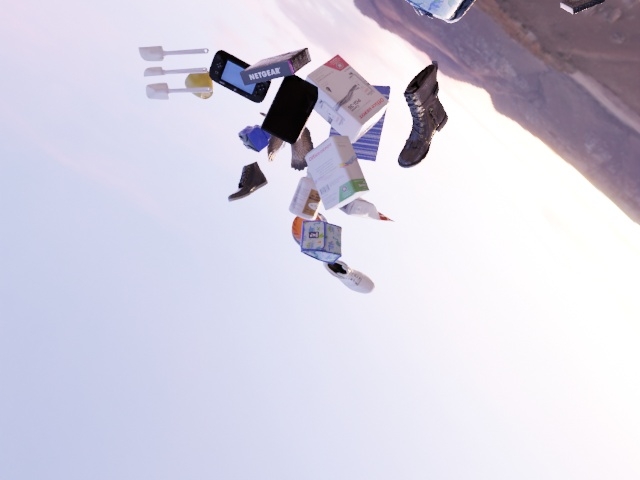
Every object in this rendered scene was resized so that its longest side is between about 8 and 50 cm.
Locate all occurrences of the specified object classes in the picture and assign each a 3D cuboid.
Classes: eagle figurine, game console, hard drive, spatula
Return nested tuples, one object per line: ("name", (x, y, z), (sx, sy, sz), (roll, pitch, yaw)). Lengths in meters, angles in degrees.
("eagle figurine", (-0.159, -0.508, 2.070), (0.225, 0.226, 0.298), (70, -175, -55))
("game console", (-0.200, -0.491, 1.409), (0.361, 0.213, 0.044), (26, -164, -10))
("hard drive", (0.888, -0.811, 1.433), (0.135, 0.094, 0.022), (-76, -35, -52))
("spatula", (-0.481, -0.561, 1.412), (0.242, 0.168, 0.019), (1, -162, 6))

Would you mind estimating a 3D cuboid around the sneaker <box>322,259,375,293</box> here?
("sneaker", (0.140, 0.179, 2.050), (0.293, 0.108, 0.169), (30, 180, -1))

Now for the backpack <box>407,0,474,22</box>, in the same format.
("backpack", (0.340, -0.841, 1.274), (0.356, 0.290, 0.273), (23, -128, -17))

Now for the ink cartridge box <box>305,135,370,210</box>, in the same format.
("ink cartridge box", (0.055, -0.232, 1.449), (0.093, 0.154, 0.212), (-17, -98, -45))

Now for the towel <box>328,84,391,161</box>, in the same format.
("towel", (0.163, -0.523, 1.851), (0.243, 0.335, 0.040), (12, -178, 21))

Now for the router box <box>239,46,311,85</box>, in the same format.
("router box", (-0.135, -0.522, 1.269), (0.133, 0.179, 0.046), (-56, -44, -44))

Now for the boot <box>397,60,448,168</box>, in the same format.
("boot", (0.290, -0.376, 1.280), (0.091, 0.263, 0.229), (29, 172, 35))

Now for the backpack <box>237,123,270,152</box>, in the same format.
("backpack", (-0.263, -0.410, 1.684), (0.120, 0.101, 0.098), (22, 148, 52))

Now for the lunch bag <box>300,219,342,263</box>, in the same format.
("lunch bag", (0.000, 0.000, 1.535), (0.151, 0.096, 0.128), (14, -123, -20))

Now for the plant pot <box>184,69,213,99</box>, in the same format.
("plant pot", (-0.564, -0.732, 2.012), (0.134, 0.134, 0.095), (-13, -115, -54))

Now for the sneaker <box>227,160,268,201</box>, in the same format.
("sneaker", (-0.336, -0.256, 1.834), (0.222, 0.083, 0.118), (-40, -67, -40))

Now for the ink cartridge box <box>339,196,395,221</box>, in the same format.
("ink cartridge box", (0.173, -0.209, 2.086), (0.385, 0.091, 0.308), (4, -154, -46))

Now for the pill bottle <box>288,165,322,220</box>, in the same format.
("pill bottle", (-0.044, -0.216, 1.869), (0.131, 0.229, 0.131), (21, -168, -5))

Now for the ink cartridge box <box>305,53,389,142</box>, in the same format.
("ink cartridge box", (0.094, -0.544, 1.620), (0.283, 0.117, 0.207), (43, -120, 2))

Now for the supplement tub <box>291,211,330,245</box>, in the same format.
("supplement tub", (-0.036, -0.042, 2.291), (0.207, 0.207, 0.338), (52, -178, 14))
